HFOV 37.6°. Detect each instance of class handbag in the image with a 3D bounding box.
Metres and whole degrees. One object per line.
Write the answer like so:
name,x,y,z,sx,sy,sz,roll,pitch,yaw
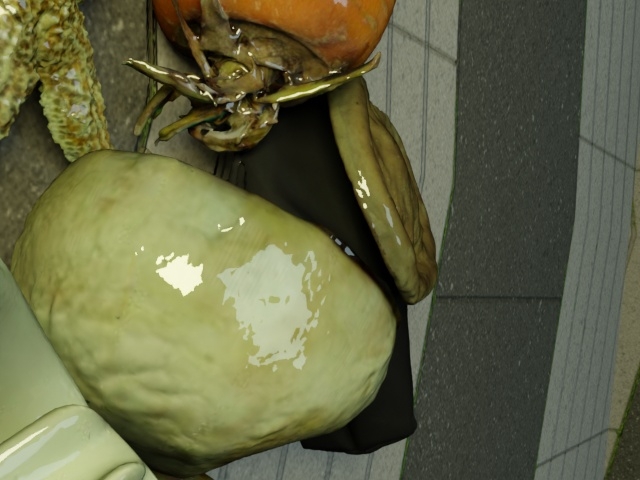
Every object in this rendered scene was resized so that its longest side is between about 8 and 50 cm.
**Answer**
handbag,0.000,0.000,0.896,0.288,0.152,0.342,-78,154,-43

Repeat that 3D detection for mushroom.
mushroom,-0.074,0.071,0.625,0.267,0.190,0.164,51,52,-40

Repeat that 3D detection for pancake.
pancake,0.064,-0.045,0.837,0.236,0.042,0.222,58,18,-50

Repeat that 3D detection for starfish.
starfish,-0.189,-0.157,0.608,0.347,0.078,0.358,-65,145,-35

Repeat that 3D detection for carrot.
carrot,-0.031,-0.222,0.733,0.193,0.214,0.331,15,85,-15

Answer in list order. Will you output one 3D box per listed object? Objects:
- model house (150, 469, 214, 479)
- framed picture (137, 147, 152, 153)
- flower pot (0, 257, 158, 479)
model house,-0.144,0.281,0.656,0.268,0.173,0.239,-50,137,-48
framed picture,-0.130,0.007,0.794,0.149,0.011,0.109,49,54,-52
flower pot,-0.201,0.069,0.421,0.164,0.254,0.367,-39,130,-24
